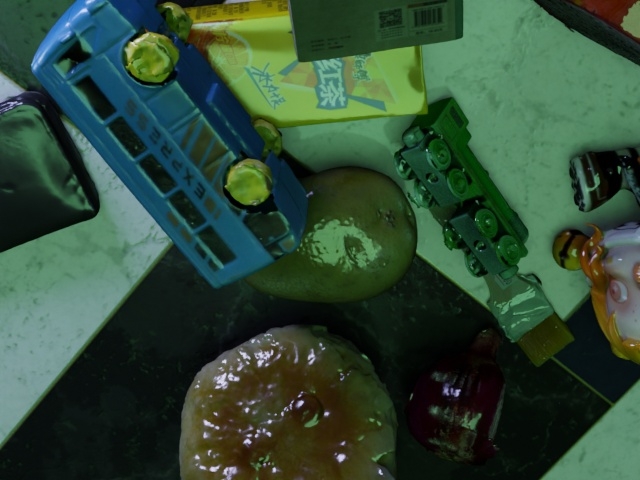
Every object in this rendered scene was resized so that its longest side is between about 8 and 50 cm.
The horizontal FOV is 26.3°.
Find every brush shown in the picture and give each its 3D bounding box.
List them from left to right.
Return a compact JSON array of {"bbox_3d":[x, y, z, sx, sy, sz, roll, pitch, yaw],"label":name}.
[{"bbox_3d":[0.234,0.035,1.890,0.085,0.020,0.336,-36,108,10],"label":"brush"}]

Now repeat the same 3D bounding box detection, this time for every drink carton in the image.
[{"bbox_3d":[-0.045,-0.226,1.730,0.351,0.111,0.154,-6,112,0],"label":"drink carton"}]

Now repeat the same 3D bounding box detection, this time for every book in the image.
[{"bbox_3d":[0.060,-0.319,1.560,0.215,0.025,0.283,-7,142,-2],"label":"book"}]

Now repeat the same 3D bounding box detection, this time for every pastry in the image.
[{"bbox_3d":[-0.036,0.267,1.855,0.329,0.136,0.330,-4,72,12],"label":"pastry"}]

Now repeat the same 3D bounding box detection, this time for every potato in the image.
[{"bbox_3d":[0.000,0.000,1.797,0.251,0.159,0.174,-13,77,15],"label":"potato"}]

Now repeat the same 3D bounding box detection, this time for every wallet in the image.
[{"bbox_3d":[-0.497,-0.053,1.811,0.377,0.051,0.197,-22,113,7],"label":"wallet"}]

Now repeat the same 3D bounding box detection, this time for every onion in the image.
[{"bbox_3d":[0.189,0.208,1.900,0.135,0.173,0.198,11,67,4],"label":"onion"}]

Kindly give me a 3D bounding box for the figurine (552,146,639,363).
[{"bbox_3d":[0.466,0.035,1.808,0.320,0.196,0.323,7,108,41],"label":"figurine"}]

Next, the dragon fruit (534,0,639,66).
[{"bbox_3d":[0.415,-0.323,1.631,0.305,0.305,0.226,28,100,-12],"label":"dragon fruit"}]

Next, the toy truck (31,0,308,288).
[{"bbox_3d":[-0.170,-0.133,1.619,0.162,0.161,0.385,-31,111,18],"label":"toy truck"}]

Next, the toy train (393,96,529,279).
[{"bbox_3d":[0.193,-0.063,1.804,0.085,0.119,0.251,-16,120,43],"label":"toy train"}]
